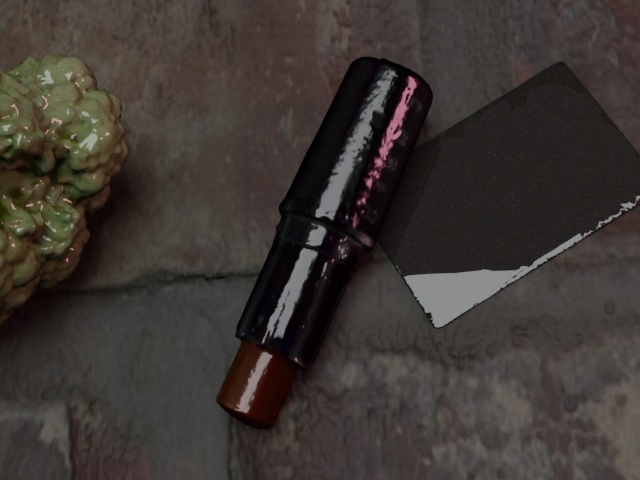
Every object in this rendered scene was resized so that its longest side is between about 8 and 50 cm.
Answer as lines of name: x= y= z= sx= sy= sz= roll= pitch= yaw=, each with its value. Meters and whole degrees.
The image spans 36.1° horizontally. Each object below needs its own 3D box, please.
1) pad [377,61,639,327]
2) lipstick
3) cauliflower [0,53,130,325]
pad: x=0.145 y=-0.041 z=0.784 sx=0.211 sy=0.003 sz=0.143 roll=-31 pitch=67 yaw=-1
lipstick: x=0.000 y=0.000 z=0.756 sx=0.081 sy=0.081 sz=0.300 roll=21 pitch=81 yaw=17
cauliflower: x=-0.318 y=-0.064 z=0.744 sx=0.326 sy=0.260 sz=0.281 roll=-23 pitch=70 yaw=-21
